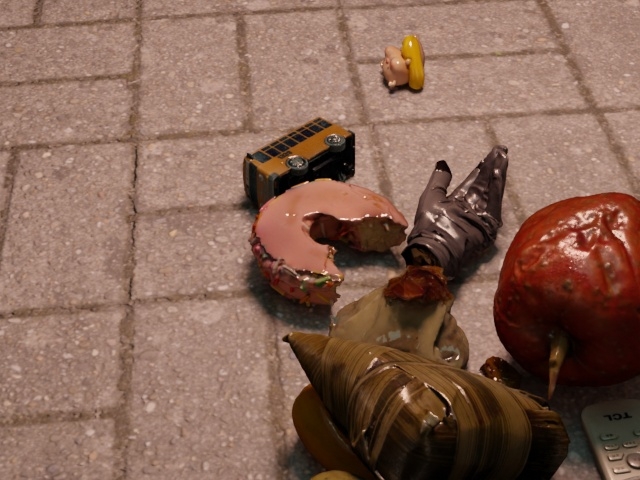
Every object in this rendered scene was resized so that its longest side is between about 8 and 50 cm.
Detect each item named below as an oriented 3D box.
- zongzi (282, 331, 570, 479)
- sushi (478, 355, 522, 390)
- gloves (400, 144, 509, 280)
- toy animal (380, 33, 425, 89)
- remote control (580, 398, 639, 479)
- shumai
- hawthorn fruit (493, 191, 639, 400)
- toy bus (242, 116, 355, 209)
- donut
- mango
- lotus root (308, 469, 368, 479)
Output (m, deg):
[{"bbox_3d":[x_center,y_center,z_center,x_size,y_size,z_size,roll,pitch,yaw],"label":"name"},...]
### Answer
[{"bbox_3d":[0.120,0.192,1.346,0.286,0.134,0.288,13,14,-40],"label":"zongzi"},{"bbox_3d":[0.234,0.188,1.466,0.050,0.047,0.099,12,24,-3],"label":"sushi"},{"bbox_3d":[0.198,-0.040,1.674,0.142,0.119,0.285,30,58,14],"label":"gloves"},{"bbox_3d":[0.144,-0.326,2.029,0.082,0.091,0.114,-7,41,14],"label":"toy animal"},{"bbox_3d":[0.380,0.268,1.373,0.088,0.029,0.190,-7,38,-1],"label":"remote control"},{"bbox_3d":[0.110,0.111,1.499,0.201,0.120,0.201,2,40,-1],"label":"shumai"},{"bbox_3d":[0.344,0.063,1.448,0.258,0.258,0.262,36,24,35],"label":"hawthorn fruit"},{"bbox_3d":[-0.037,-0.117,1.784,0.103,0.091,0.182,31,48,34],"label":"toy bus"},{"bbox_3d":[0.000,0.000,1.653,0.199,0.085,0.233,30,50,30],"label":"donut"},{"bbox_3d":[0.040,0.245,1.376,0.102,0.085,0.184,-28,58,-37],"label":"mango"},{"bbox_3d":[0.059,0.359,1.193,0.154,0.154,0.278,-31,53,-30],"label":"lotus root"}]
